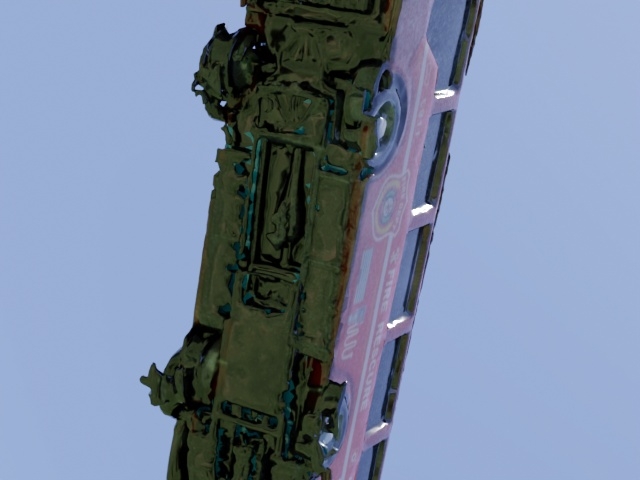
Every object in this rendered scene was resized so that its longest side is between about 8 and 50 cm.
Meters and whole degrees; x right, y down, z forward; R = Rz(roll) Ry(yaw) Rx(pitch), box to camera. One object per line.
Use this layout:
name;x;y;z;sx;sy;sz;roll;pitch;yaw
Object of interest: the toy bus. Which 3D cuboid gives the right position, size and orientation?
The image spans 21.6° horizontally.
toy bus;0.000;0.000;0.574;0.074;0.096;0.234;17;-76;23
